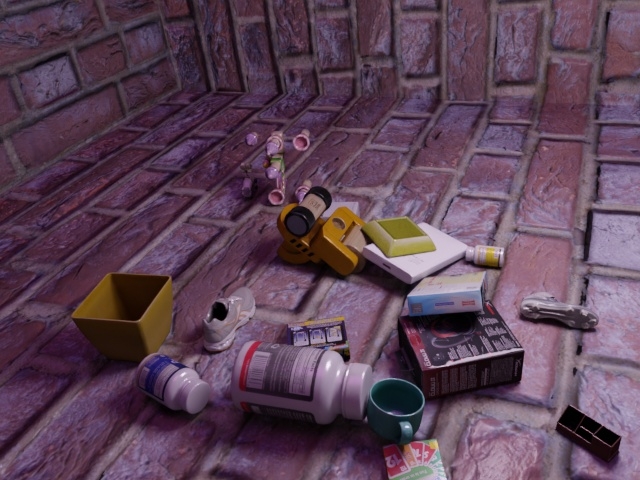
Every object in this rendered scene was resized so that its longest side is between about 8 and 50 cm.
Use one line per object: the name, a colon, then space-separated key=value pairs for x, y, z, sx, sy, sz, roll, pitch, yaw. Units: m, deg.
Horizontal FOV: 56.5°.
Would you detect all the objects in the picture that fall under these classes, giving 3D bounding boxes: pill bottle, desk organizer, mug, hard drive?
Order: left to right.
pill bottle: x=-0.379 y=0.372 z=1.537 sx=0.186 sy=0.112 sz=0.112 roll=17 pitch=39 yaw=32
pill bottle: x=-0.041 y=0.348 z=1.448 sx=0.318 sy=0.176 sz=0.176 roll=4 pitch=34 yaw=17
mug: x=0.167 y=0.406 z=1.375 sx=0.129 sy=0.097 sz=0.158 roll=16 pitch=28 yaw=20
hard drive: x=0.313 y=0.034 z=1.936 sx=0.307 sy=0.040 sz=0.203 roll=-20 pitch=41 yaw=-40
pill bottle: x=0.531 y=0.048 z=1.921 sx=0.116 sy=0.065 sz=0.065 roll=7 pitch=35 yaw=21
desk organizer: x=0.593 y=0.426 z=1.320 sx=0.047 sy=0.050 sz=0.130 roll=-27 pitch=37 yaw=-29

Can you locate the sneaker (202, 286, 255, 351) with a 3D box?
sneaker: x=-0.270 y=0.205 z=1.773 sx=0.099 sy=0.121 sz=0.262 roll=4 pitch=34 yaw=16

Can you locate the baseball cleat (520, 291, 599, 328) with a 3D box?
baseball cleat: x=0.671 y=0.186 z=1.670 sx=0.205 sy=0.072 sz=0.109 roll=11 pitch=30 yaw=21

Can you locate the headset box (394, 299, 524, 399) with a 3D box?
headset box: x=0.341 y=0.280 z=1.544 sx=0.293 sy=0.110 sz=0.218 roll=-10 pitch=31 yaw=-6

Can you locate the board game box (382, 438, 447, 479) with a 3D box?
board game box: x=0.209 y=0.535 z=1.241 sx=0.124 sy=0.039 sz=0.259 roll=-7 pitch=35 yaw=1

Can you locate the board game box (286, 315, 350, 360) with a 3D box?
board game box: x=-0.008 y=0.283 z=1.668 sx=0.170 sy=0.048 sz=0.141 roll=-7 pitch=30 yaw=0

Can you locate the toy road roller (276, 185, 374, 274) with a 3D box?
toy road roller: x=0.000 y=0.000 z=2.025 sx=0.329 sy=0.241 sz=0.202 roll=38 pitch=41 yaw=-1

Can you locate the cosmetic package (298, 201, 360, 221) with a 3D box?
cosmetic package: x=0.025 y=-0.085 z=2.214 sx=0.231 sy=0.086 sz=0.117 roll=-1 pitch=33 yaw=12

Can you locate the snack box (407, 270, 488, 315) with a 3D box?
snack box: x=0.361 y=0.143 z=1.653 sx=0.187 sy=0.060 sz=0.322 roll=-7 pitch=3 yaw=19

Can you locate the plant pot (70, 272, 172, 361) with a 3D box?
plant pot: x=-0.548 y=0.233 z=1.721 sx=0.212 sy=0.187 sz=0.212 roll=2 pitch=33 yaw=13

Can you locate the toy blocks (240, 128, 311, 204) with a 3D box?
toy blocks: x=-0.194 y=-0.277 z=2.367 sx=0.308 sy=0.289 sz=0.260 roll=1 pitch=27 yaw=6

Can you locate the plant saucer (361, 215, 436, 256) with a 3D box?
plant saucer: x=0.257 y=-0.024 z=1.933 sx=0.188 sy=0.045 sz=0.188 roll=-7 pitch=34 yaw=-25
